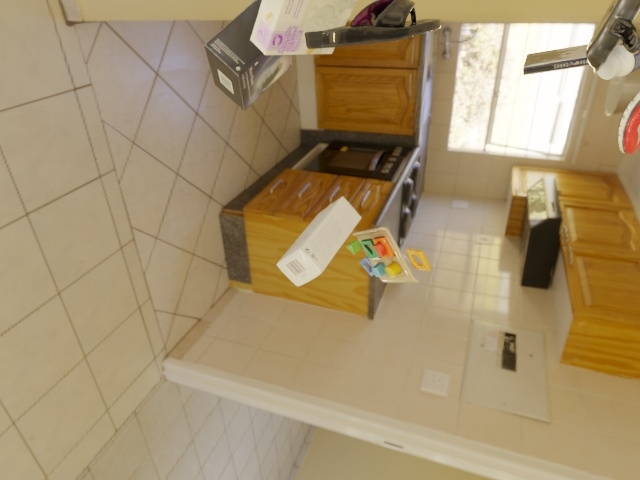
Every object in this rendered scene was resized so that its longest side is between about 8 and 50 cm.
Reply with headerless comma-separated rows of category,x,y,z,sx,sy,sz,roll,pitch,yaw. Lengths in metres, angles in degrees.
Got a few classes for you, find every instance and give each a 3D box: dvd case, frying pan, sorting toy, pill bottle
dvd case,0.705,-0.516,1.264,0.179,0.238,0.030,-51,134,-49
frying pan,0.538,-0.375,0.829,0.326,0.053,0.197,-55,165,-25
sorting toy,0.180,0.054,1.311,0.047,0.347,0.196,-38,100,-22
pill bottle,0.658,-0.393,0.962,0.067,0.120,0.067,61,-5,9

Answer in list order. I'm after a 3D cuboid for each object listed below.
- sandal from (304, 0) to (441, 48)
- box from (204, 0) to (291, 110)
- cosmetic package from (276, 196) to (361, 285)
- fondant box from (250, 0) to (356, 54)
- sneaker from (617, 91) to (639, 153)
sandal,0.159,-0.577,1.174,0.445,0.167,0.107,-23,120,-33
box,-0.266,-0.716,1.751,0.294,0.182,0.296,-48,178,-10
cosmetic package,0.000,0.000,1.138,0.085,0.117,0.231,48,50,-9
fondant box,-0.051,-0.753,1.508,0.330,0.096,0.238,-21,154,-41
sneaker,0.853,-0.339,1.115,0.107,0.118,0.279,3,120,-40
